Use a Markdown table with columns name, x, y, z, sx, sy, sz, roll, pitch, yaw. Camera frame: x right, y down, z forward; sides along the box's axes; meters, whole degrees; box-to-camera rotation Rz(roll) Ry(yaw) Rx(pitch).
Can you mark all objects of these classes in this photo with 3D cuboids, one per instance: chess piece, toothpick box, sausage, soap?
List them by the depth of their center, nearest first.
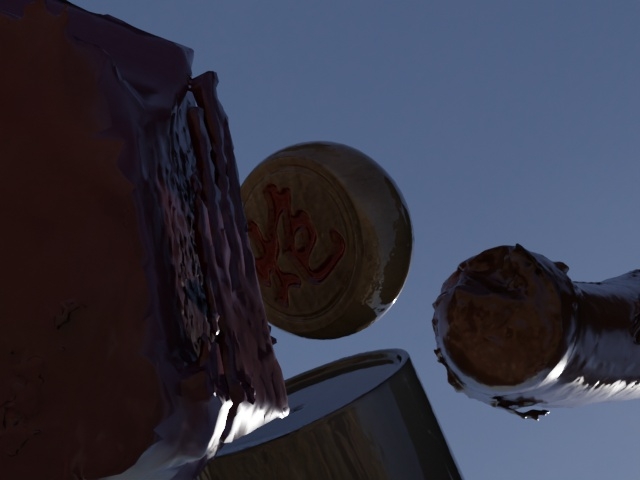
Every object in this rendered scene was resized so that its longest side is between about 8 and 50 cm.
| name | x | y | z | sx | sy | sz | roll | pitch | yaw |
| --- | --- | --- | --- | --- | --- | --- | --- | --- | --- |
| soap | -0.146 | -0.004 | 0.476 | 0.289 | 0.112 | 0.182 | 21 | -80 | 11 |
| chess piece | 0.000 | 0.000 | 0.707 | 0.084 | 0.038 | 0.083 | 8 | -78 | 42 |
| toothpick box | 0.023 | 0.149 | 0.713 | 0.111 | 0.111 | 0.180 | -17 | -80 | 43 |
| sausage | 0.127 | 0.045 | 0.813 | 0.078 | 0.304 | 0.078 | -2 | -95 | 27 |
